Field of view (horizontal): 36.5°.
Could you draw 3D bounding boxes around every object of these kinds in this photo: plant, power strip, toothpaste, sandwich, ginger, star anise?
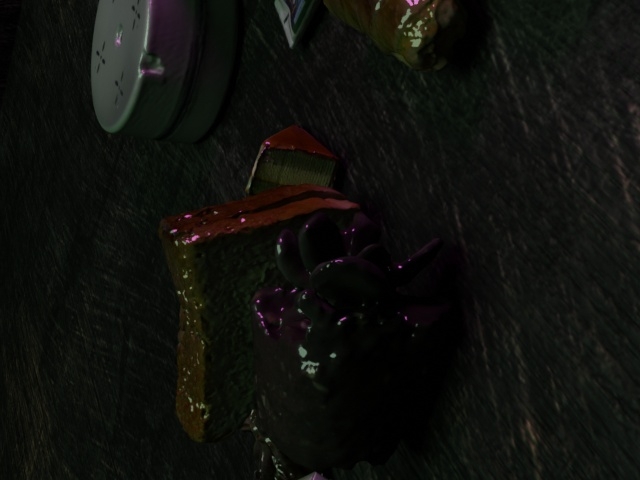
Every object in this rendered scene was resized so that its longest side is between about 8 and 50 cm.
[{"bbox_3d":[0.023,0.101,1.065,0.188,0.199,0.276,42,129,50],"label":"plant"},{"bbox_3d":[-0.279,-0.347,1.684,0.357,0.161,0.358,-15,73,60],"label":"power strip"},{"bbox_3d":[0.023,-0.419,1.264,0.392,0.061,0.099,-54,45,45],"label":"toothpaste"},{"bbox_3d":[-0.060,-0.112,1.305,0.163,0.113,0.079,49,124,58],"label":"sandwich"},{"bbox_3d":[-0.064,0.080,1.177,0.099,0.254,0.288,26,123,48],"label":"sandwich"},{"bbox_3d":[0.083,-0.277,1.103,0.109,0.116,0.263,-38,34,-1],"label":"ginger"},{"bbox_3d":[-0.060,0.242,1.302,0.288,0.088,0.288,31,125,58],"label":"star anise"}]

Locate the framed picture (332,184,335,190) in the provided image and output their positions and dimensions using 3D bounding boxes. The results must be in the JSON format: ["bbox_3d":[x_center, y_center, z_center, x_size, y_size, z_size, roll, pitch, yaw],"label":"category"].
[{"bbox_3d":[0.000,0.000,1.302,0.109,0.011,0.149,-44,50,50],"label":"framed picture"}]

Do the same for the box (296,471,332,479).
[{"bbox_3d":[0.032,0.313,1.069,0.084,0.154,0.040,-39,23,54],"label":"box"}]
